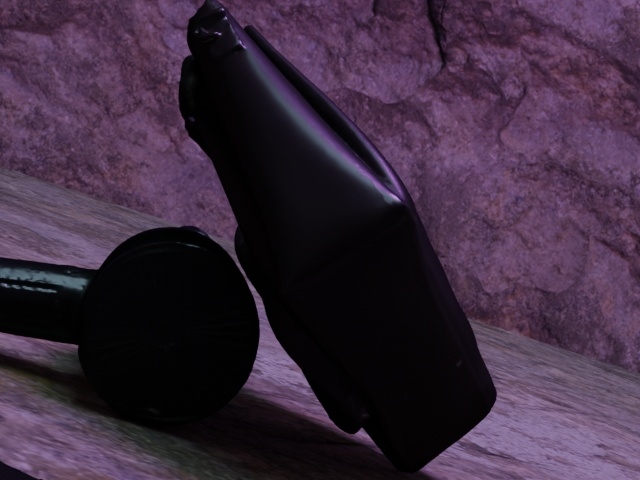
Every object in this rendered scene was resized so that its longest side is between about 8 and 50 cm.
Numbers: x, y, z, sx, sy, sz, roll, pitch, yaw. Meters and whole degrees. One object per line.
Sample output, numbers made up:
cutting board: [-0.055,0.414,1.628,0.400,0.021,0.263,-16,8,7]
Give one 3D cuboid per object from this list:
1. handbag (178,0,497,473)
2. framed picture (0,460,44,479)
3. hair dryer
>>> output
handbag: [-0.001,0.000,1.033,0.257,0.113,0.285,57,-2,36]
framed picture: [-0.238,0.084,0.566,0.255,0.014,0.338,20,4,14]
hair dryer: [-0.196,0.031,1.044,0.302,0.116,0.244,11,2,-7]
